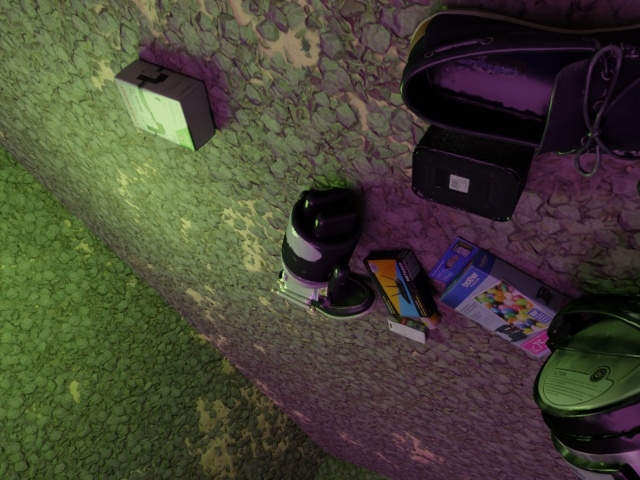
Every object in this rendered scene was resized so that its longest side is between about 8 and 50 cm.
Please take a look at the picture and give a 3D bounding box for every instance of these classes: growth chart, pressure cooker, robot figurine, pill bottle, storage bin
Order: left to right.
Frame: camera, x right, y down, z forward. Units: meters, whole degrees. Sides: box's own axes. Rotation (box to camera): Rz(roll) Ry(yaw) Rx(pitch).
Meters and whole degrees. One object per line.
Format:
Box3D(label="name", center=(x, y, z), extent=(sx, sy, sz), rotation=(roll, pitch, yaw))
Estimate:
Box3D(label="growth chart", center=(-0.030, 0.079, 1.323), extent=(0.172, 0.021, 0.237), rotation=(29, 108, 22))
Box3D(label="robot figurine", center=(0.001, -0.002, 1.155), extent=(0.173, 0.209, 0.278), rotation=(19, 142, 0))
Box3D(label="pill bottle", center=(0.280, 0.193, 1.283), extent=(0.043, 0.043, 0.083), rotation=(-11, 126, 51))
Box3D(label="storage bin", center=(0.256, -0.120, 0.834), extent=(0.180, 0.084, 0.122), rotation=(20, 146, 23))
Box3D(label="pressure cooker", center=(0.557, 0.257, 0.760), extent=(0.420, 0.375, 0.370), rotation=(52, 129, 4))

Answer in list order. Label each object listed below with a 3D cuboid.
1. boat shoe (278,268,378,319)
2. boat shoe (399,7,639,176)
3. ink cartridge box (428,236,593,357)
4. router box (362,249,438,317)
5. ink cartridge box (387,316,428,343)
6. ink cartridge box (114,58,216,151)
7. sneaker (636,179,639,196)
Box3D(label="boat shoe", center=(0.006, 0.131, 1.389), extent=(0.340, 0.127, 0.113), rotation=(15, 157, 47))
Box3D(label="boat shoe", center=(0.331, -0.178, 0.611), extent=(0.500, 0.156, 0.187), rotation=(20, 144, 23))
Box3D(label="ink cartridge box", center=(0.396, 0.131, 1.070), extent=(0.311, 0.065, 0.186), rotation=(32, 149, 9))
Box3D(label="router box", center=(0.199, 0.109, 1.217), extent=(0.133, 0.046, 0.179), rotation=(-5, 120, 49))
Box3D(label="ink cartridge box", center=(0.254, 0.254, 1.408), extent=(0.115, 0.029, 0.063), rotation=(18, 146, 29))
Box3D(label="ink cartridge box", center=(-0.370, -0.323, 1.166), extent=(0.208, 0.087, 0.153), rotation=(24, 147, 20))
Box3D(label="sneaker", center=(0.565, -0.053, 0.635), extent=(0.261, 0.104, 0.125), rotation=(22, 130, 14))
